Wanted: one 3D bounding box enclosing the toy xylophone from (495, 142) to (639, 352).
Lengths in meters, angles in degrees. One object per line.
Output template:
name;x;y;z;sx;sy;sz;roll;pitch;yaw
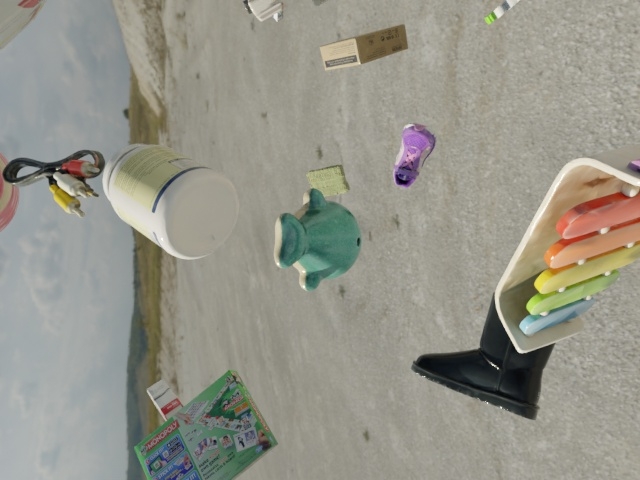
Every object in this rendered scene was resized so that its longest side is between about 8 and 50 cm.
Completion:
toy xylophone;0.337;0.001;0.545;0.323;0.236;0.081;82;165;-50

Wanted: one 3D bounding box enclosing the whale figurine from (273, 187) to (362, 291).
whale figurine;0.000;0.000;0.949;0.272;0.141;0.217;3;-89;-69

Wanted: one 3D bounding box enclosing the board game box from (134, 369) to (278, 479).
board game box;-0.285;0.504;1.122;0.214;0.317;0.046;52;-177;26

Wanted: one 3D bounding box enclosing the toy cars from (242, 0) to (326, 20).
toy cars;-0.075;-0.625;1.165;0.393;0.176;0.087;9;140;47

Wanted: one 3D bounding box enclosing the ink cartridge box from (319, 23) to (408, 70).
ink cartridge box;0.149;-0.656;1.558;0.193;0.234;0.088;16;129;53

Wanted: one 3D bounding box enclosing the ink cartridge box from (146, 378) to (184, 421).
ink cartridge box;-0.431;0.476;1.307;0.135;0.056;0.099;27;139;45

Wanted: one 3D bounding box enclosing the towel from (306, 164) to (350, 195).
towel;0.027;-0.211;1.633;0.027;0.148;0.110;-50;-55;-55

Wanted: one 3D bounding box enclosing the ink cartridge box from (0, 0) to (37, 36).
ink cartridge box;-0.764;-0.530;1.022;0.384;0.160;0.279;5;57;48

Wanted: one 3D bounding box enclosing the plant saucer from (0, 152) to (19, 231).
plant saucer;-0.956;-0.150;1.185;0.084;0.332;0.333;-14;71;34

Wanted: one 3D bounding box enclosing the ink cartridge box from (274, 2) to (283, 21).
ink cartridge box;-0.148;-0.770;1.480;0.063;0.029;0.115;52;171;3

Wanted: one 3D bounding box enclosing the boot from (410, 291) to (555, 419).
boot;0.312;0.194;0.867;0.246;0.094;0.208;11;79;39

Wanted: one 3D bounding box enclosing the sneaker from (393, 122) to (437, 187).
sneaker;0.247;-0.221;1.242;0.236;0.095;0.105;90;-156;-68

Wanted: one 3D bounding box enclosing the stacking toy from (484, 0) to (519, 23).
stacking toy;0.318;-0.521;0.908;0.052;0.167;0.221;-36;9;22

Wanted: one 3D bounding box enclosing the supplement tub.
supplement tub;-0.398;-0.114;1.200;0.324;0.235;0.236;28;118;33

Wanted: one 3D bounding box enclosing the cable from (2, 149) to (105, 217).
cable;-0.567;-0.149;0.962;0.140;0.286;0.072;-70;-18;-3
